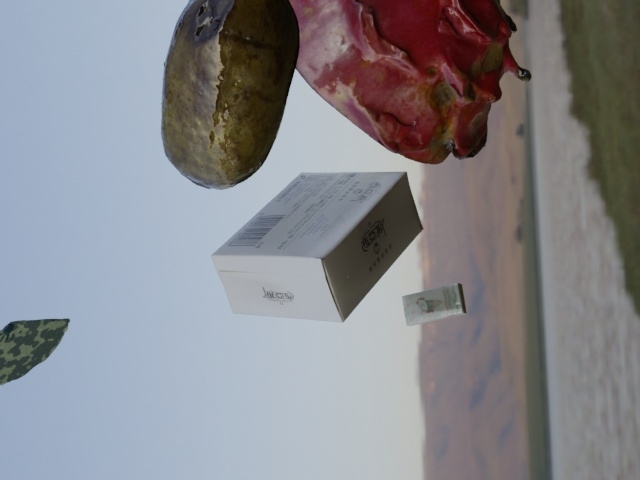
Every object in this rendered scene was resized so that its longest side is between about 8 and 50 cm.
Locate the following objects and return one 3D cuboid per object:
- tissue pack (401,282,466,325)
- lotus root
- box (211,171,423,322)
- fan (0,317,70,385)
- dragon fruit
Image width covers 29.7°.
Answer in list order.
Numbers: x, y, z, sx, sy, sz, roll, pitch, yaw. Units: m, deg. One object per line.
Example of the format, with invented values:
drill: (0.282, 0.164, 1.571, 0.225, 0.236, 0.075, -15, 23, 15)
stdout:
tissue pack: (0.196, 0.111, 2.081, 0.023, 0.108, 0.056, 17, -120, -60)
lotus root: (-0.090, -0.173, 1.188, 0.145, 0.128, 0.260, -111, 34, -60)
box: (0.001, 0.002, 1.838, 0.274, 0.203, 0.116, -46, -53, -46)
fan: (-0.520, 0.187, 2.006, 0.240, 0.009, 0.131, -21, -48, -42)
dragon fruit: (0.111, -0.298, 1.593, 0.371, 0.249, 0.386, 29, -148, -33)
